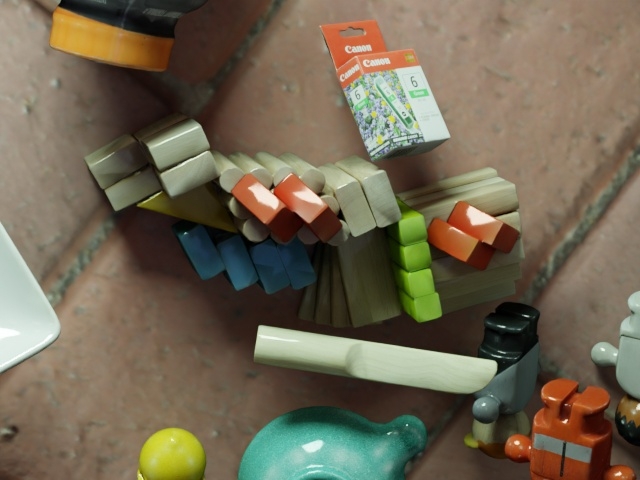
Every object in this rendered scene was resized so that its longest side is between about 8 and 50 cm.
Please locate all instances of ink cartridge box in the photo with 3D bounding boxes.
[{"bbox_3d":[0.048,-0.120,1.277,0.063,0.029,0.115,-12,76,-40],"label":"ink cartridge box"}]

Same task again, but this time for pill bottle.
[{"bbox_3d":[-0.126,-0.246,1.190,0.130,0.130,0.246,10,100,-16],"label":"pill bottle"}]

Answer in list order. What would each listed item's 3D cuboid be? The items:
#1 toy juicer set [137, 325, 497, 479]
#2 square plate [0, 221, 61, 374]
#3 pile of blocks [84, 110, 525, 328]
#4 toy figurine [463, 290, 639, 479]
[{"bbox_3d":[-0.031,0.179,1.333,0.209,0.089,0.329,29,102,-5],"label":"toy juicer set"},{"bbox_3d":[-0.405,0.002,1.140,0.347,0.049,0.344,-31,92,-27],"label":"square plate"},{"bbox_3d":[0.000,0.000,1.283,0.362,0.112,0.149,10,99,-16],"label":"pile of blocks"},{"bbox_3d":[0.229,0.145,1.323,0.213,0.209,0.148,-6,114,-17],"label":"toy figurine"}]
